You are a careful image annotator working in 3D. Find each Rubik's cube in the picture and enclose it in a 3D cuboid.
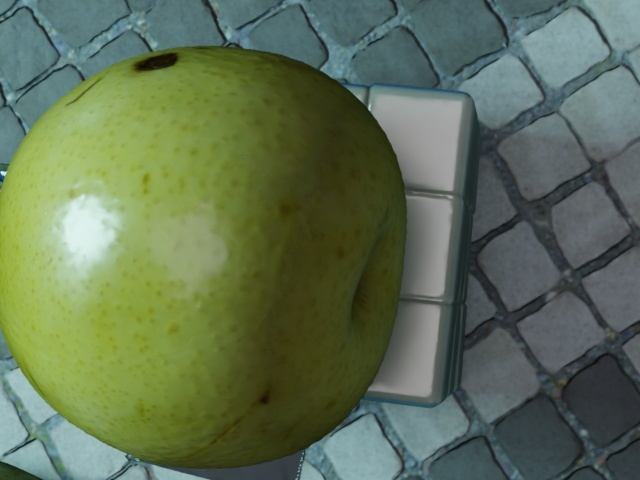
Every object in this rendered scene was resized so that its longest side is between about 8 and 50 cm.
[{"bbox_3d":[0.000,0.000,1.508,0.291,0.290,0.291,5,88,7],"label":"Rubik's cube"}]

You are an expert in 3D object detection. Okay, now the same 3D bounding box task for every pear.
[{"bbox_3d":[-0.094,0.014,1.205,0.348,0.348,0.348,0,87,8],"label":"pear"}]

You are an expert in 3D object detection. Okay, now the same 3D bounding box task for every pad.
[{"bbox_3d":[-0.108,0.202,1.657,0.193,0.004,0.116,12,89,8],"label":"pad"}]

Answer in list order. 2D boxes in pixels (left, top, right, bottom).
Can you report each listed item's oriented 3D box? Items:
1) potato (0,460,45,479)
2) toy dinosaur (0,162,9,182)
[{"bbox_3d":[-0.366,0.334,1.597,0.350,0.202,0.218,5,76,-5],"label":"potato"},{"bbox_3d":[-0.265,-0.010,1.661,0.247,0.075,0.188,0,95,2],"label":"toy dinosaur"}]
